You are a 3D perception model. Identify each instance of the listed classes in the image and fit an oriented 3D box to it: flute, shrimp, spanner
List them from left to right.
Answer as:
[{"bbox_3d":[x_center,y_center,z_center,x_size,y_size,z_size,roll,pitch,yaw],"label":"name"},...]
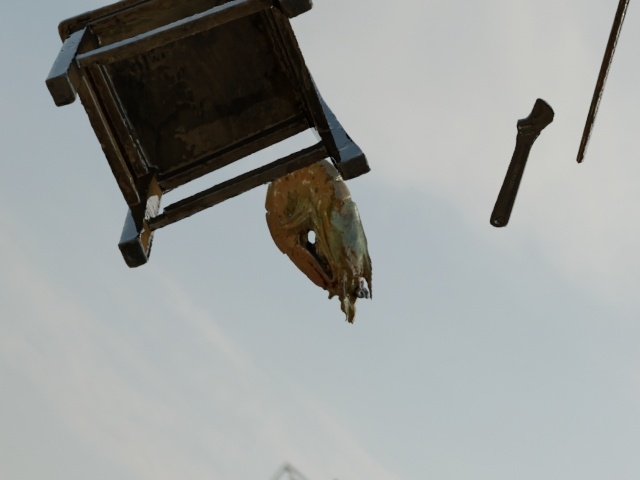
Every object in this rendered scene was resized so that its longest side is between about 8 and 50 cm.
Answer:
[{"bbox_3d":[0.000,0.000,1.675,0.115,0.051,0.217,-26,-99,29],"label":"shrimp"},{"bbox_3d":[0.262,-0.098,1.825,0.046,0.012,0.208,10,-54,-5],"label":"spanner"},{"bbox_3d":[0.339,-0.194,1.671,0.014,0.014,0.269,32,-39,24],"label":"flute"}]

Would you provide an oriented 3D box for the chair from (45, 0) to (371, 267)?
[{"bbox_3d":[-0.125,-0.165,1.388,0.416,0.240,0.203,-117,-177,-68],"label":"chair"}]
